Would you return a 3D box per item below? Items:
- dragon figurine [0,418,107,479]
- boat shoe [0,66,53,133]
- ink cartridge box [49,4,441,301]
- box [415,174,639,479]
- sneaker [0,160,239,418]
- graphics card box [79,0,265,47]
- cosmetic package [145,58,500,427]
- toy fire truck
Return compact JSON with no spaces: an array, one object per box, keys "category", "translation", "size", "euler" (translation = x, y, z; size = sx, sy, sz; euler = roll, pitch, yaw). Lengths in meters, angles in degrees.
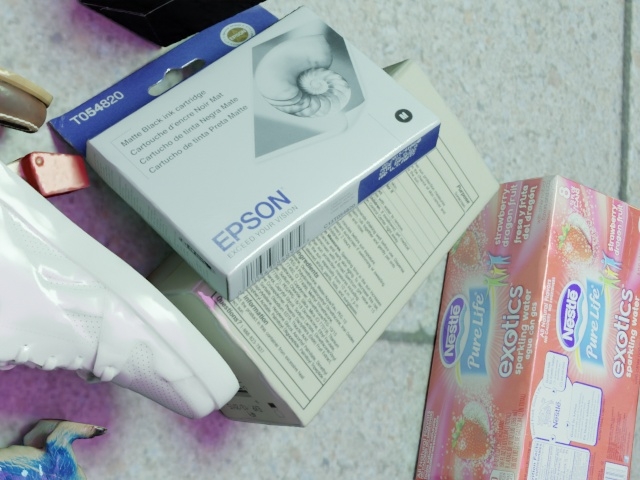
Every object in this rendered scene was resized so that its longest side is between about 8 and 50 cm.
[{"category":"dragon figurine","translation":[-0.237,0.192,0.764],"size":[0.289,0.085,0.144],"euler":[16,77,-35]},{"category":"boat shoe","translation":[-0.295,-0.108,0.760],"size":[0.207,0.073,0.073],"euler":[18,77,-26]},{"category":"ink cartridge box","translation":[-0.060,-0.093,0.842],"size":[0.223,0.045,0.224],"euler":[-38,65,-24]},{"category":"box","translation":[0.210,0.103,1.054],"size":[0.154,0.142,0.300],"euler":[17,76,-33]},{"category":"sneaker","translation":[-0.208,0.069,0.730],"size":[0.292,0.108,0.169],"euler":[40,66,-13]},{"category":"graphics card box","translation":[-0.051,-0.352,0.852],"size":[0.094,0.233,0.371],"euler":[27,70,-31]},{"category":"cosmetic package","translation":[0.000,0.000,0.923],"size":[0.296,0.129,0.153],"euler":[-46,110,-28]},{"category":"toy fire truck","translation":[-0.258,0.011,0.788],"size":[0.192,0.047,0.135],"euler":[-11,92,-35]}]
